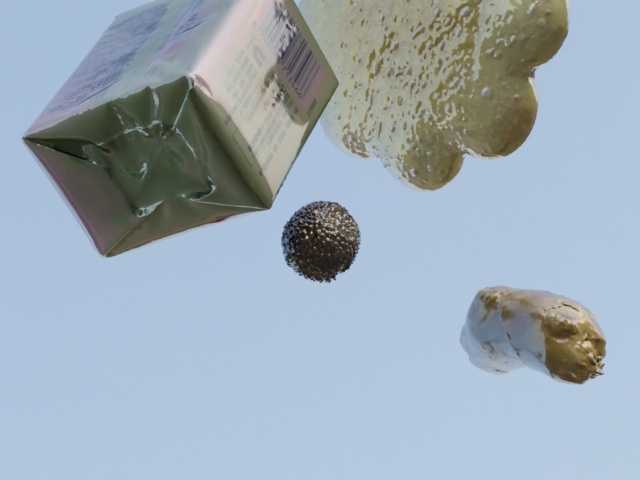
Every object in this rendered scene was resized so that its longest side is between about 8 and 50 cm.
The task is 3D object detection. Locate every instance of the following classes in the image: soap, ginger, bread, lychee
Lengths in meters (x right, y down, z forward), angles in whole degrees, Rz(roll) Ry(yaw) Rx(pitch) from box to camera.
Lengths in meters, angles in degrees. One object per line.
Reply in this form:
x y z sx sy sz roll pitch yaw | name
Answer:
-0.111 -0.107 1.584 0.182 0.199 0.138 -15 -60 32 | soap
0.184 0.084 1.731 0.069 0.190 0.095 -20 -74 -32 | ginger
0.090 -0.200 1.776 0.054 0.316 0.316 1 -54 -49 | bread
0.000 0.000 1.686 0.083 0.067 0.068 -16 -54 -56 | lychee
